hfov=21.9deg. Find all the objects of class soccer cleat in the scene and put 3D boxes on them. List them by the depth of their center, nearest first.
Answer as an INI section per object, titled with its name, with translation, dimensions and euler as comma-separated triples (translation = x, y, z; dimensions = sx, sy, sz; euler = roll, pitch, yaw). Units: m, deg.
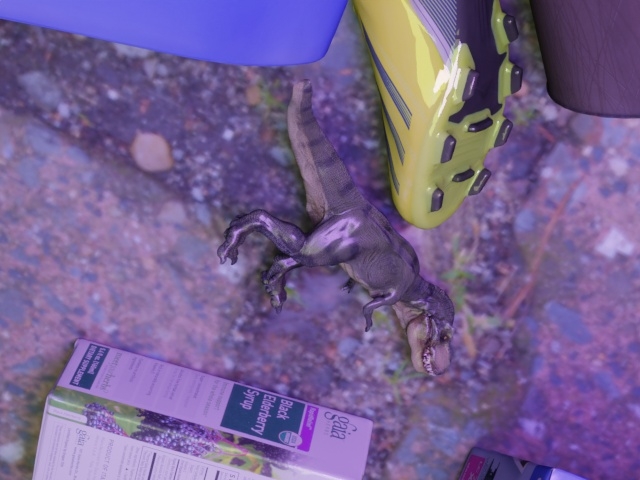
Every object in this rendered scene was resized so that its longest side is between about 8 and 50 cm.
[soccer cleat]
translation = 0.062, -0.146, 1.082
dimensions = 0.121, 0.093, 0.289
euler = 20, 126, 32

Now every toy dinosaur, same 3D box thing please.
[toy dinosaur]
translation = 0.000, 0.000, 1.144
dimensions = 0.118, 0.064, 0.268
euler = -20, 129, 17

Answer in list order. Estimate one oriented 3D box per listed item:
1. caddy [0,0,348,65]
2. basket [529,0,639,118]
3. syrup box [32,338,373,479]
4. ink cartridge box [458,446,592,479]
[caddy]
translation = -0.110, -0.232, 0.918
dimensions = 0.341, 0.241, 0.179
euler = 11, 117, -11
[basket]
translation = 0.184, -0.206, 0.964
dimensions = 0.154, 0.204, 0.227
euler = -32, 115, -23
[syrup box]
translation = -0.086, 0.162, 1.231
dimensions = 0.236, 0.093, 0.096
euler = 15, 116, 1
[ink cartridge box]
translation = 0.203, 0.203, 1.103
dimensions = 0.185, 0.311, 0.065
euler = 23, 86, -3
